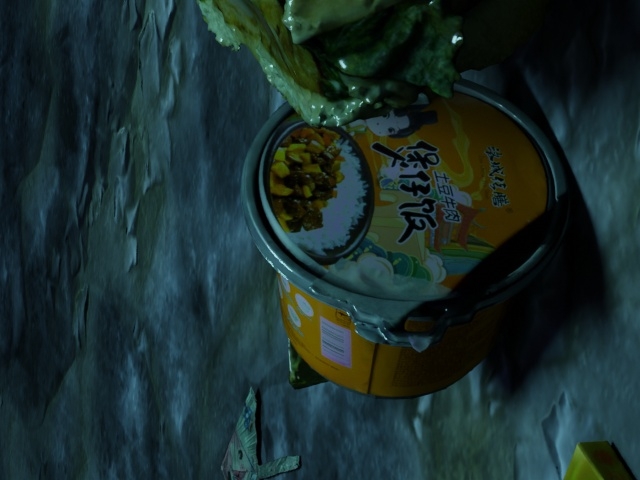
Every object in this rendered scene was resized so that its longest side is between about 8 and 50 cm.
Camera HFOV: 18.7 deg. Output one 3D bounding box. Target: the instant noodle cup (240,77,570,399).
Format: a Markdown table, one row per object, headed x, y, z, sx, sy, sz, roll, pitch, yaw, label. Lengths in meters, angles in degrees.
| x | y | z | sx | sy | sz | roll | pitch | yaw | label |
| --- | --- | --- | --- | --- | --- | --- | --- | --- | --- |
| 0.044 | 0.008 | 1.086 | 0.126 | 0.177 | 0.208 | 93 | -167 | -50 | instant noodle cup |

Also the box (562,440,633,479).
| x | y | z | sx | sy | sz | roll | pitch | yaw | label |
| --- | --- | --- | --- | --- | --- | --- | --- | --- | --- |
| 0.139 | 0.191 | 1.027 | 0.089 | 0.022 | 0.156 | -118 | 35 | -49 | box |

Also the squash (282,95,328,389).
| x | y | z | sx | sy | sz | roll | pitch | yaw | label |
| --- | --- | --- | --- | --- | --- | --- | --- | --- | --- |
| 0.024 | 0.000 | 1.248 | 0.184 | 0.085 | 0.192 | 17 | -106 | -85 | squash |

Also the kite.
| x | y | z | sx | sy | sz | roll | pitch | yaw | label |
| --- | --- | --- | --- | --- | --- | --- | --- | --- | --- |
| -0.046 | 0.179 | 1.472 | 0.152 | 0.005 | 0.137 | 175 | 92 | -66 | kite |

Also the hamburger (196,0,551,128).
| x | y | z | sx | sy | sz | roll | pitch | yaw | label |
| --- | --- | --- | --- | --- | --- | --- | --- | --- | --- |
| 0.033 | -0.175 | 1.070 | 0.132 | 0.211 | 0.309 | 64 | 172 | -23 | hamburger |
